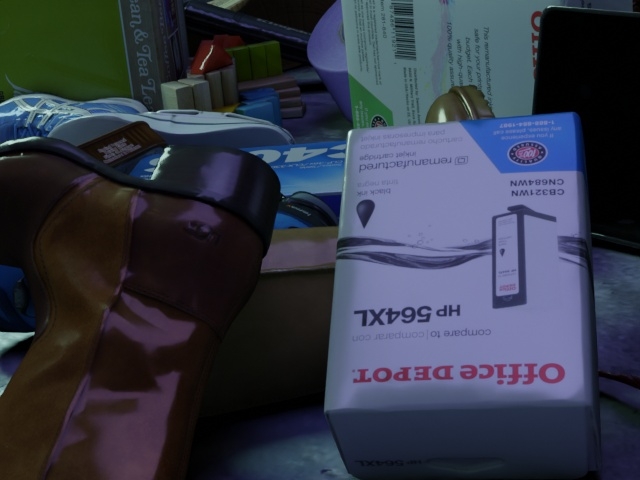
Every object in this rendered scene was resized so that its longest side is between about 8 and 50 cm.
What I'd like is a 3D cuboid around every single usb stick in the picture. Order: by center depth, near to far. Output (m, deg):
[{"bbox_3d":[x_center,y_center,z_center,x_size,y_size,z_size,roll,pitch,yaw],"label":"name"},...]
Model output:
[{"bbox_3d":[-0.055,-0.267,1.797,0.278,0.045,0.077,16,10,3],"label":"usb stick"}]

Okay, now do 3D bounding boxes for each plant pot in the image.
[{"bbox_3d":[0.303,-0.095,1.135,0.167,0.188,0.187,-4,13,-39],"label":"plant pot"}]

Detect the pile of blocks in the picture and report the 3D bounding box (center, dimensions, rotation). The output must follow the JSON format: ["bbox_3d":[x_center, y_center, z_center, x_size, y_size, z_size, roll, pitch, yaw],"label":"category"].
[{"bbox_3d":[-0.100,-0.195,1.632,0.149,0.112,0.362,-4,19,5],"label":"pile of blocks"}]

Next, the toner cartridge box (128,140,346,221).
[{"bbox_3d":[0.000,-0.032,1.179,0.348,0.075,0.165,-4,20,6],"label":"toner cartridge box"}]

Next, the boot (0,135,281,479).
[{"bbox_3d":[-0.170,0.074,0.810,0.264,0.096,0.280,4,55,19],"label":"boot"}]

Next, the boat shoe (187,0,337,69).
[{"bbox_3d":[-0.130,-0.299,1.933,0.341,0.121,0.110,-17,22,-26],"label":"boat shoe"}]

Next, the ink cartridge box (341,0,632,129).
[{"bbox_3d":[0.162,-0.164,1.315,0.117,0.201,0.278,-23,25,-40],"label":"ink cartridge box"}]

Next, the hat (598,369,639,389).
[{"bbox_3d":[0.264,0.107,0.770,0.173,0.183,0.208,-17,62,-10],"label":"hat"}]

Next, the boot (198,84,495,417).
[{"bbox_3d":[0.000,0.000,0.929,0.269,0.089,0.236,-6,55,-2],"label":"boot"}]

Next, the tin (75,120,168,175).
[{"bbox_3d":[-0.214,-0.051,1.268,0.040,0.106,0.190,44,36,9],"label":"tin"}]

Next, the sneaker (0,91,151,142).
[{"bbox_3d":[-0.302,-0.130,1.553,0.211,0.080,0.081,-6,16,3],"label":"sneaker"}]

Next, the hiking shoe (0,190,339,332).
[{"bbox_3d":[-0.125,0.018,1.009,0.304,0.113,0.132,-9,18,-7],"label":"hiking shoe"}]

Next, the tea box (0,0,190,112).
[{"bbox_3d":[-0.342,-0.293,1.659,0.323,0.329,0.220,-3,18,5],"label":"tea box"}]

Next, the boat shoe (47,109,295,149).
[{"bbox_3d":[-0.152,-0.089,1.395,0.258,0.095,0.084,5,15,1],"label":"boat shoe"}]

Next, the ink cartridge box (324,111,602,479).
[{"bbox_3d":[0.087,0.032,0.793,0.148,0.086,0.203,-4,54,11],"label":"ink cartridge box"}]

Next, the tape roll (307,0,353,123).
[{"bbox_3d":[0.123,-0.254,1.591,0.275,0.090,0.275,-25,30,16],"label":"tape roll"}]

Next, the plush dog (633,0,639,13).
[{"bbox_3d":[0.349,-0.284,1.718,0.262,0.210,0.225,-27,14,47],"label":"plush dog"}]
